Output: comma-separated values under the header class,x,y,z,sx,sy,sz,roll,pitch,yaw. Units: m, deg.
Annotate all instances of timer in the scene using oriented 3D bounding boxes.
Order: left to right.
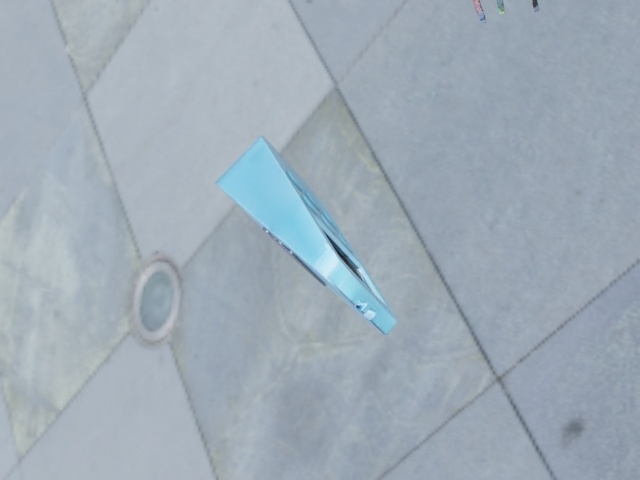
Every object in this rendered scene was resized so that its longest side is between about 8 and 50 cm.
class,x,y,z,sx,sy,sz,roll,pitch,yaw
timer,0.000,0.000,1.319,0.091,0.232,0.250,-45,56,-1

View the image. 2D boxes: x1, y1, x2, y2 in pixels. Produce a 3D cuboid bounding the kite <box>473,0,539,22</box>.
class,x,y,z,sx,sy,sz,roll,pitch,yaw
kite,0.258,-0.481,1.561,0.152,0.015,0.285,-15,98,17
